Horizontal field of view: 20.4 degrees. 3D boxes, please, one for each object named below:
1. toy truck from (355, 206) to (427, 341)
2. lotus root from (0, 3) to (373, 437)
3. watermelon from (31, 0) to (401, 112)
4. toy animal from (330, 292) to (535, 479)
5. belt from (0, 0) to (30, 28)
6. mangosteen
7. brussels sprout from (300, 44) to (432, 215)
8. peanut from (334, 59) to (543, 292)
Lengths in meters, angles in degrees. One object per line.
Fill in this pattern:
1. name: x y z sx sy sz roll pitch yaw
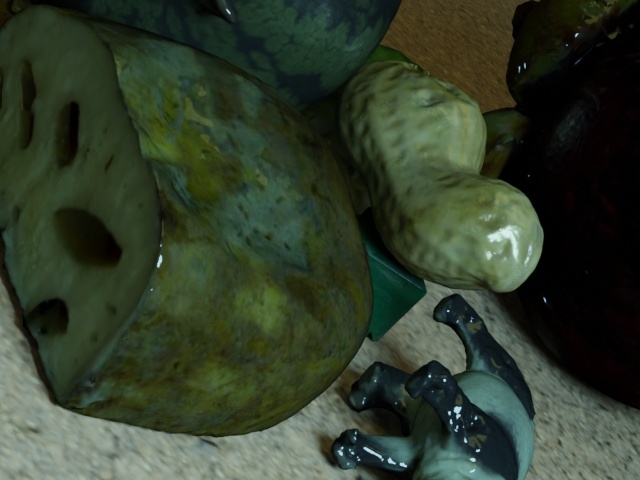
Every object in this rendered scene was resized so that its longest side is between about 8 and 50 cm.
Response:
1. toy truck: 0.000 0.000 1.295 0.147 0.065 0.079 34 25 -25
2. lotus root: -0.061 -0.008 1.088 0.260 0.149 0.267 21 32 -43
3. watermelon: -0.075 -0.213 1.271 0.279 0.279 0.359 41 14 -3
4. toy animal: 0.081 0.131 1.153 0.121 0.094 0.225 49 18 -6
5. belt: -0.211 -0.132 1.183 0.036 0.059 0.083 51 23 21
6. mangosteen: 0.311 -0.044 1.521 0.421 0.381 0.381 35 20 4
7. brussels sprout: 0.043 -0.079 1.436 0.183 0.131 0.145 38 27 -7
8. peanut: 0.081 -0.044 1.286 0.098 0.103 0.229 1 47 -33
